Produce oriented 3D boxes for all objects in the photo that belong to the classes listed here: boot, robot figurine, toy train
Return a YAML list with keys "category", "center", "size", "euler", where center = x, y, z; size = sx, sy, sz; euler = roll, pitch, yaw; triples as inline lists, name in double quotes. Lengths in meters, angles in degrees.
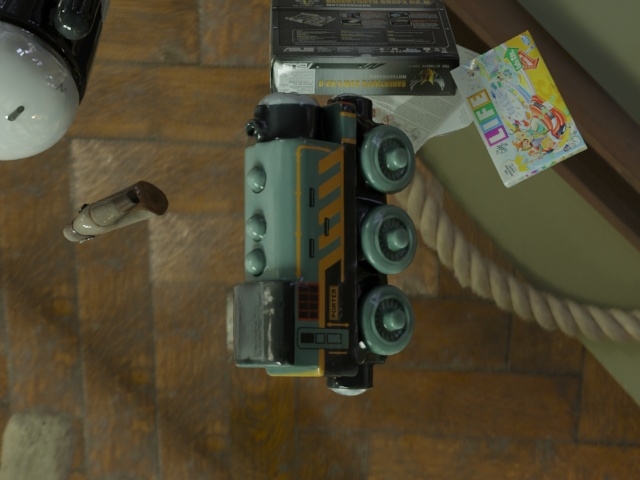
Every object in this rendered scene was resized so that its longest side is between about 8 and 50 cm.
- category: "boot"
  center: [-0.223, -0.028, 1.251]
  size: [0.087, 0.118, 0.042]
  euler: [-28, 81, 15]
- category: "robot figurine"
  center: [-0.306, -0.213, 1.147]
  size: [0.173, 0.278, 0.209]
  euler: [13, 146, -8]
- category: "toy train"
  center: [0.000, 0.000, 1.247]
  size: [0.190, 0.142, 0.334]
  euler: [4, 84, -39]

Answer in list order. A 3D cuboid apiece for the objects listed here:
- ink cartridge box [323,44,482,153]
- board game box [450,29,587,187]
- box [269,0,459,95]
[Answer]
- category: "ink cartridge box"
  center: [0.116, -0.186, 1.597]
  size: [0.225, 0.181, 0.056]
  euler: [-48, 142, -13]
- category: "board game box"
  center: [0.231, -0.154, 1.354]
  size: [0.103, 0.026, 0.154]
  euler: [-27, 76, 14]
- category: "box"
  center: [0.050, -0.250, 1.465]
  size: [0.231, 0.183, 0.056]
  euler: [0, 125, -4]
